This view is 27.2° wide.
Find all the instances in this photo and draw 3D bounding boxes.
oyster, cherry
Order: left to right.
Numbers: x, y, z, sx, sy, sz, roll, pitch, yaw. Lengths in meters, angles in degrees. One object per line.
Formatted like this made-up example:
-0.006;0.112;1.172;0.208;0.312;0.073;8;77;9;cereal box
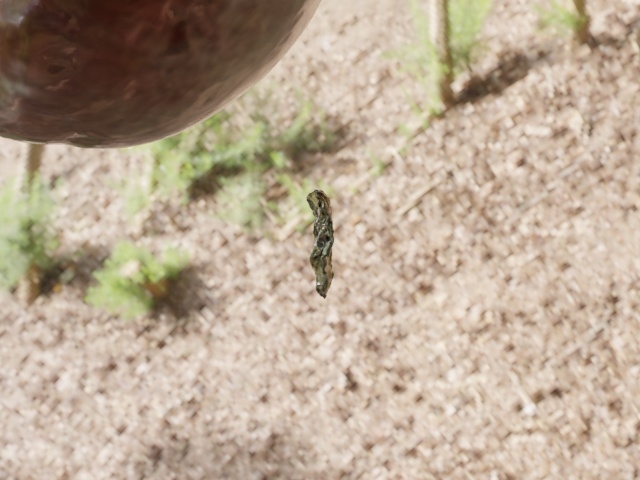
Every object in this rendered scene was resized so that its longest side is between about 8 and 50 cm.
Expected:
-0.136;-0.235;1.014;0.291;0.335;0.326;21;21;17;cherry
0.000;-0.002;0.913;0.019;0.083;0.054;0;43;1;oyster
